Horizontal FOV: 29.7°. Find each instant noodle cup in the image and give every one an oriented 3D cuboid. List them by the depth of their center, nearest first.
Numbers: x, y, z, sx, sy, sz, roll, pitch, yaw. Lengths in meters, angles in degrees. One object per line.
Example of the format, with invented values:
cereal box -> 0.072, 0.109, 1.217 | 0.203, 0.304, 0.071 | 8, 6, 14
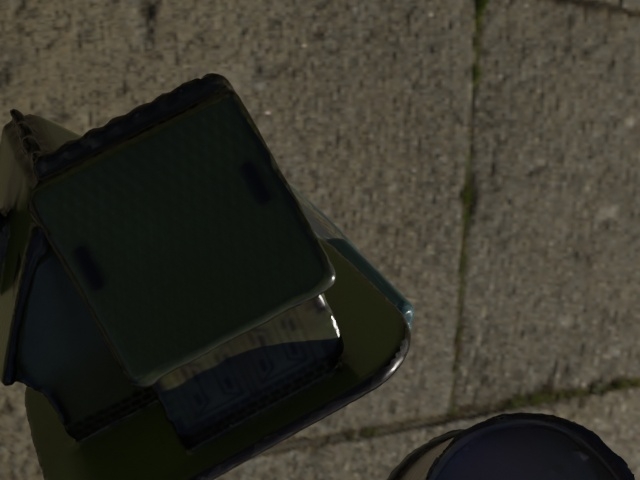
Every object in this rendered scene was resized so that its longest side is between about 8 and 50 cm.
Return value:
instant noodle cup -> 0.149, 0.240, 0.959 | 0.217, 0.217, 0.207 | -62, 173, -18

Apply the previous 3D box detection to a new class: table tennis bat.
table tennis bat -> 0.000, 0.000, 1.016 | 0.038, 0.237, 0.149 | -48, 141, 8

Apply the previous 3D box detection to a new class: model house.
model house -> -0.107, -0.028, 0.649 | 0.218, 0.205, 0.279 | -27, 118, -11
